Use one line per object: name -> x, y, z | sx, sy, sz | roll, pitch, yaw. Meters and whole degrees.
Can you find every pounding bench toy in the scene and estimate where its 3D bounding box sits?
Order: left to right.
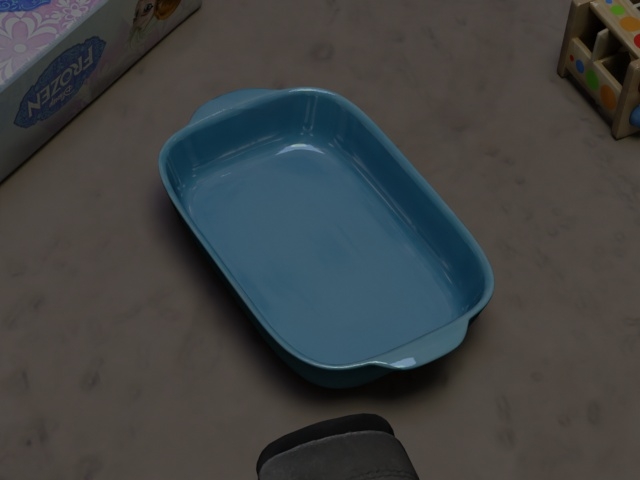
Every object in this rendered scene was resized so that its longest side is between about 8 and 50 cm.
pounding bench toy -> 0.180, -0.099, 0.902 | 0.083, 0.052, 0.065 | -21, 54, -21

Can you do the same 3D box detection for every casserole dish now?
casserole dish -> 0.000, 0.000, 0.813 | 0.114, 0.037, 0.188 | -23, 54, -22

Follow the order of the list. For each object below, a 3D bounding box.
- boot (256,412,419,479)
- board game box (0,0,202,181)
boot -> -0.029, 0.204, 0.519 | 0.222, 0.118, 0.338 | 35, 43, 25
board game box -> -0.278, -0.124, 0.880 | 0.318, 0.066, 0.319 | 27, 52, 18
